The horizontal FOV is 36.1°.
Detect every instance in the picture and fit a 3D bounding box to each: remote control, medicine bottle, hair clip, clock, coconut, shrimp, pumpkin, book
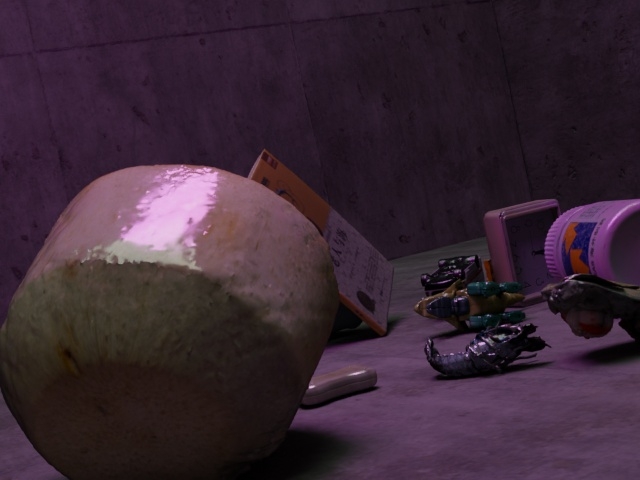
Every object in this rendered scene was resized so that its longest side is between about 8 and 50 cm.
[{"bbox_3d":[0.019,0.207,1.400,0.122,0.032,0.074,-14,2,-23],"label":"remote control"},{"bbox_3d":[0.505,0.020,1.665,0.178,0.178,0.290,-12,2,-6],"label":"medicine bottle"},{"bbox_3d":[0.455,0.092,1.297,0.321,0.091,0.138,0,-7,-2],"label":"hair clip"},{"bbox_3d":[0.413,0.023,1.929,0.146,0.192,0.071,-12,3,-23],"label":"clock"},{"bbox_3d":[-0.168,0.099,1.163,0.415,0.345,0.415,-4,29,2],"label":"coconut"},{"bbox_3d":[0.227,0.159,1.348,0.174,0.076,0.082,-16,-41,27],"label":"shrimp"},{"bbox_3d":[0.425,0.070,2.270,0.083,0.074,0.054,-15,-1,-17],"label":"pumpkin"},{"bbox_3d":[0.000,0.000,1.957,0.032,0.389,0.269,-42,16,25],"label":"book"}]

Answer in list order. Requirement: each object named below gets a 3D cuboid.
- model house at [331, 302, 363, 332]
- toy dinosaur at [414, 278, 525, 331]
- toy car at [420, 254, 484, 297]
[{"bbox_3d":[-0.119,0.121,2.135,0.294,0.252,0.329,-16,-5,-23],"label":"model house"},{"bbox_3d":[0.301,0.112,1.754,0.259,0.094,0.153,-3,0,-34],"label":"toy dinosaur"},{"bbox_3d":[0.276,0.098,2.004,0.089,0.108,0.209,-9,7,23],"label":"toy car"}]
